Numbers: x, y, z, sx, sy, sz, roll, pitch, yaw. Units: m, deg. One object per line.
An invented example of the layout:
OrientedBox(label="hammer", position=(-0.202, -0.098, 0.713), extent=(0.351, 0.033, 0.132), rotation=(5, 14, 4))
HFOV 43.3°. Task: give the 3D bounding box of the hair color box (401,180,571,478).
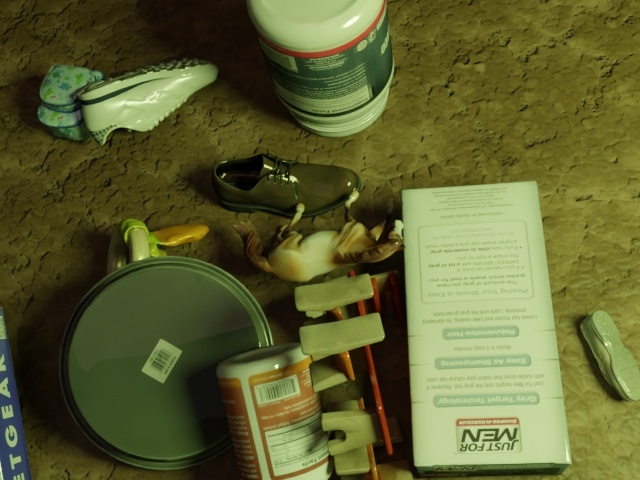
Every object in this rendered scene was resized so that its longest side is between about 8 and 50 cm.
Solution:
OrientedBox(label="hair color box", position=(0.209, 0.115, 1.067), extent=(0.185, 0.113, 0.374), rotation=(-4, 65, 8))

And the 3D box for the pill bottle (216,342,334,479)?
OrientedBox(label="pill bottle", position=(-0.052, 0.246, 1.016), extent=(0.121, 0.121, 0.216), rotation=(-12, 92, 4))

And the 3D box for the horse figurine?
OrientedBox(label="horse figurine", position=(0.000, 0.000, 1.125), extent=(0.263, 0.066, 0.174), rotation=(-11, 32, 16))

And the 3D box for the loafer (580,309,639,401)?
OrientedBox(label="loafer", position=(0.384, 0.155, 1.066), extent=(0.045, 0.039, 0.125), rotation=(-5, 64, -29))

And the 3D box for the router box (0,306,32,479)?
OrientedBox(label="router box", position=(-0.557, 0.282, 1.081), extent=(0.301, 0.082, 0.335), rotation=(-12, 84, 4))

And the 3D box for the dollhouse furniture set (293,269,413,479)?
OrientedBox(label="dollhouse furniture set", position=(0.060, 0.148, 1.014), extent=(0.135, 0.262, 0.259), rotation=(-13, 34, 1))

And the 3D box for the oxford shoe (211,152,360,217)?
OrientedBox(label="oxford shoe", position=(-0.054, -0.086, 1.208), extent=(0.227, 0.096, 0.082), rotation=(-2, 64, 7))

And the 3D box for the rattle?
OrientedBox(label="rattle", position=(-0.253, 0.073, 1.207), extent=(0.130, 0.143, 0.199), rotation=(-11, 78, 40))

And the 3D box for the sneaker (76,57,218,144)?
OrientedBox(label="sneaker", position=(-0.274, -0.234, 1.321), extent=(0.235, 0.094, 0.090), rotation=(-21, 22, -17))

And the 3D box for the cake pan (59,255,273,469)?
OrientedBox(label="cake pan", position=(-0.207, 0.163, 1.089), extent=(0.293, 0.054, 0.293), rotation=(1, 82, -6))

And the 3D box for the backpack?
OrientedBox(label="backpack", position=(-0.413, -0.230, 1.335), extent=(0.105, 0.084, 0.114), rotation=(10, 72, 17))

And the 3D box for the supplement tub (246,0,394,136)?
OrientedBox(label="supplement tub", position=(0.009, -0.293, 1.189), extent=(0.191, 0.272, 0.191), rotation=(-3, 66, 8))
